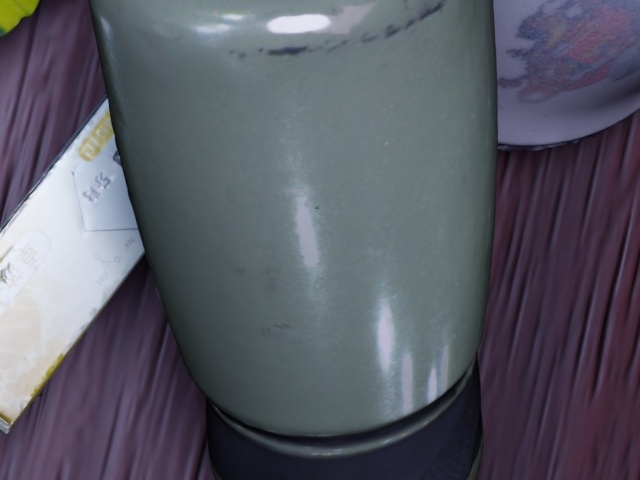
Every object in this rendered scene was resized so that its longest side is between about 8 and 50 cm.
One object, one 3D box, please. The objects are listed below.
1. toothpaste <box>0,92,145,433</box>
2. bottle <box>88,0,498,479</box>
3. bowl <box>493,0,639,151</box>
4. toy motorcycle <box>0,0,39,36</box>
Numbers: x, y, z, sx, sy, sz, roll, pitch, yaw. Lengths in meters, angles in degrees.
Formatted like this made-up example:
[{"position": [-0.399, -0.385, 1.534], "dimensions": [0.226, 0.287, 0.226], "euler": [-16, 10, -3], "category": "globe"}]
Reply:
[{"position": [-0.083, -0.047, 0.975], "dimensions": [0.071, 0.089, 0.313], "euler": [38, 79, -6], "category": "toothpaste"}, {"position": [0.001, -0.001, 0.895], "dimensions": [0.168, 0.168, 0.347], "euler": [-19, 131, -15], "category": "bottle"}, {"position": [0.134, -0.223, 0.952], "dimensions": [0.345, 0.157, 0.346], "euler": [5, 81, -35], "category": "bowl"}, {"position": [-0.255, -0.211, 0.893], "dimensions": [0.342, 0.206, 0.142], "euler": [31, 67, -26], "category": "toy motorcycle"}]
